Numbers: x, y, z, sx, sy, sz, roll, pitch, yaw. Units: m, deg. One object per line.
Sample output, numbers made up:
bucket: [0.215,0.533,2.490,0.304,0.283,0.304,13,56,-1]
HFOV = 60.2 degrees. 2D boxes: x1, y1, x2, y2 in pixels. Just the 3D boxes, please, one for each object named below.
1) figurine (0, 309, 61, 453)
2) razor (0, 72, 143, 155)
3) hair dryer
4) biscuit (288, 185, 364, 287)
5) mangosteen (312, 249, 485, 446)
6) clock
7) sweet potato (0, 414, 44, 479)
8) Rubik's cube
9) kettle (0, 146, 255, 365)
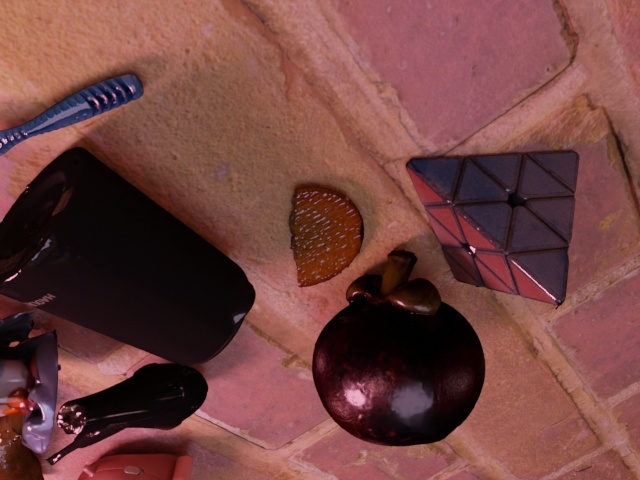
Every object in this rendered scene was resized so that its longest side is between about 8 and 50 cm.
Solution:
figurine: [-0.593,0.189,0.781,0.388,0.248,0.276,5,123,-31]
razor: [-0.342,-0.150,0.690,0.253,0.042,0.082,-21,129,0]
hair dryer: [-0.390,0.331,0.956,0.359,0.120,0.304,-34,166,20]
biscuit: [0.011,-0.007,0.915,0.126,0.025,0.206,-8,130,-10]
mangosteen: [0.136,0.204,0.954,0.297,0.297,0.293,0,129,-16]
clock: [-0.402,0.530,1.157,0.241,0.142,0.227,11,123,-12]
sweet potato: [-0.561,0.403,1.031,0.112,0.085,0.285,-6,129,-24]
Rubik's cube: [0.292,-0.025,0.907,0.229,0.228,0.233,-1,94,32]
kettle: [-0.286,0.060,0.773,0.262,0.203,0.308,-39,131,12]
